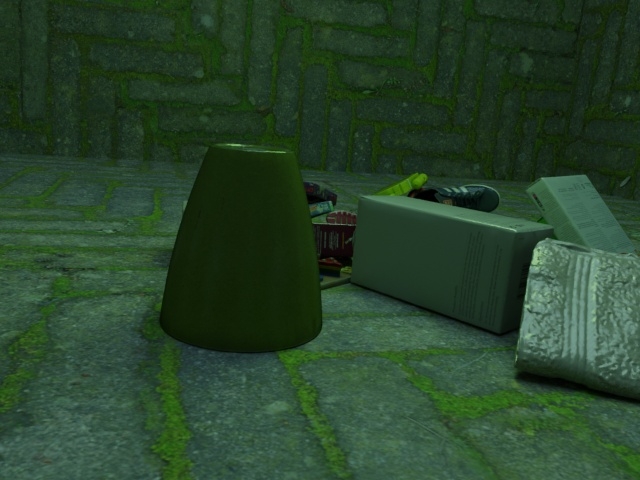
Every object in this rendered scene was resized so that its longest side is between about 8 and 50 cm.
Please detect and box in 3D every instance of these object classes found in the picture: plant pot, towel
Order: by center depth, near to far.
[{"bbox_3d":[0.416,0.108,0.921,0.187,0.049,0.282,12,46,16],"label":"towel"},{"bbox_3d":[-0.120,-0.007,0.966,0.275,0.293,0.275,5,13,-1],"label":"plant pot"}]

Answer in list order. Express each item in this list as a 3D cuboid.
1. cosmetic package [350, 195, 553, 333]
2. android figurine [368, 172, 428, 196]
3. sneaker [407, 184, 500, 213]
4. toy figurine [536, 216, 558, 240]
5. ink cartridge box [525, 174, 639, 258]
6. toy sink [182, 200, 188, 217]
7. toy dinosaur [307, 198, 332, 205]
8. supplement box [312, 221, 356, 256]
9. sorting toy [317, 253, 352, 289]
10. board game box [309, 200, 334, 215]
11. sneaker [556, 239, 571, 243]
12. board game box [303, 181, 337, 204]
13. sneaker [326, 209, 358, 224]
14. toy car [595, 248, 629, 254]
[{"bbox_3d":[0.246,0.030,1.174,0.155,0.197,0.366,-6,18,-43],"label":"cosmetic package"},{"bbox_3d":[0.289,-0.192,2.263,0.248,0.056,0.273,-22,8,31],"label":"android figurine"},{"bbox_3d":[0.496,-0.140,2.204,0.350,0.131,0.148,-2,9,14],"label":"sneaker"},{"bbox_3d":[0.729,0.007,1.701,0.159,0.130,0.173,8,31,-33],"label":"toy figurine"},{"bbox_3d":[0.731,-0.028,1.595,0.324,0.330,0.071,-8,-24,-47],"label":"ink cartridge box"},{"bbox_3d":[-0.238,-0.014,1.327,0.153,0.131,0.234,2,14,-12],"label":"toy sink"},{"bbox_3d":[-0.066,-0.125,2.100,0.212,0.064,0.112,8,1,15],"label":"toy dinosaur"},{"bbox_3d":[0.000,0.000,1.422,0.188,0.080,0.104,2,-3,-12],"label":"supplement box"},{"bbox_3d":[-0.012,0.061,1.276,0.132,0.046,0.274,16,16,39],"label":"sorting toy"},{"bbox_3d":[-0.067,-0.077,1.775,0.136,0.035,0.201,-17,-1,33],"label":"board game box"},{"bbox_3d":[0.464,0.048,1.337,0.283,0.122,0.110,-2,14,-30],"label":"sneaker"},{"bbox_3d":[-0.076,-0.180,2.156,0.208,0.056,0.347,4,-2,15],"label":"board game box"},{"bbox_3d":[0.091,-0.066,1.853,0.170,0.063,0.075,-2,7,-21],"label":"sneaker"},{"bbox_3d":[0.568,0.085,1.179,0.182,0.136,0.159,6,13,3],"label":"toy car"}]
